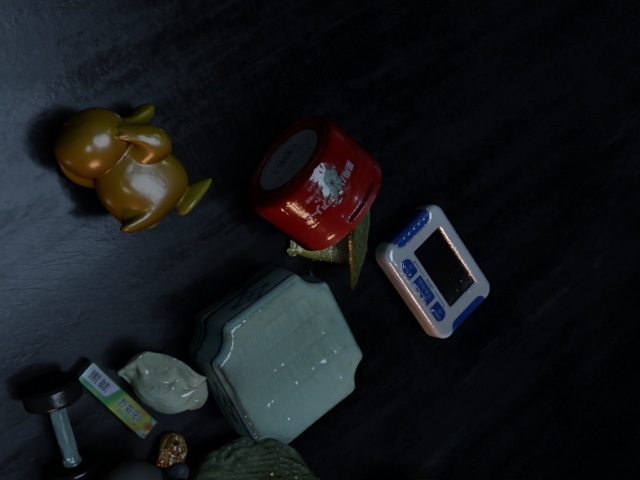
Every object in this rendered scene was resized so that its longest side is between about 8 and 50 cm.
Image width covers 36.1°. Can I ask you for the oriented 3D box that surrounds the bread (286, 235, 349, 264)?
[{"bbox_3d":[0.000,0.000,1.919,0.109,0.080,0.084,8,89,-36],"label":"bread"}]

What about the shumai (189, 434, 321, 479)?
[{"bbox_3d":[-0.154,0.554,1.861,0.309,0.304,0.263,22,120,-24],"label":"shumai"}]

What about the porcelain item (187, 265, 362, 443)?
[{"bbox_3d":[-0.086,0.210,1.846,0.286,0.157,0.281,-37,113,-23],"label":"porcelain item"}]

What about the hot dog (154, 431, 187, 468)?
[{"bbox_3d":[-0.280,0.398,1.818,0.058,0.035,0.083,14,89,-37],"label":"hot dog"}]

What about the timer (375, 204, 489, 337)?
[{"bbox_3d":[0.234,0.065,2.075,0.178,0.078,0.253,-43,111,-22],"label":"timer"}]

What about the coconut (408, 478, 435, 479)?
[{"bbox_3d":[0.192,0.611,2.058,0.205,0.236,0.236,28,80,-9],"label":"coconut"}]

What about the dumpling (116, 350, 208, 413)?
[{"bbox_3d":[-0.262,0.248,1.749,0.169,0.134,0.100,49,37,-14],"label":"dumpling"}]

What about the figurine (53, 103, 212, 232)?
[{"bbox_3d":[-0.321,-0.122,1.634,0.215,0.215,0.228,-32,99,-26],"label":"figurine"}]

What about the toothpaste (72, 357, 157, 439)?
[{"bbox_3d":[-0.365,0.283,1.746,0.043,0.037,0.178,-48,119,-17],"label":"toothpaste"}]

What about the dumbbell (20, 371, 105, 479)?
[{"bbox_3d":[-0.436,0.327,1.668,0.100,0.100,0.191,-21,109,-29],"label":"dumbbell"}]

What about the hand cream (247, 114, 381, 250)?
[{"bbox_3d":[-0.015,-0.108,1.811,0.149,0.230,0.230,39,75,-27],"label":"hand cream"}]

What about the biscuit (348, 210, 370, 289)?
[{"bbox_3d":[0.077,-0.007,1.938,0.203,0.016,0.144,-69,159,-58],"label":"biscuit"}]

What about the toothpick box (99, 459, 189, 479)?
[{"bbox_3d":[-0.338,0.502,1.648,0.316,0.229,0.229,-42,119,3],"label":"toothpick box"}]
